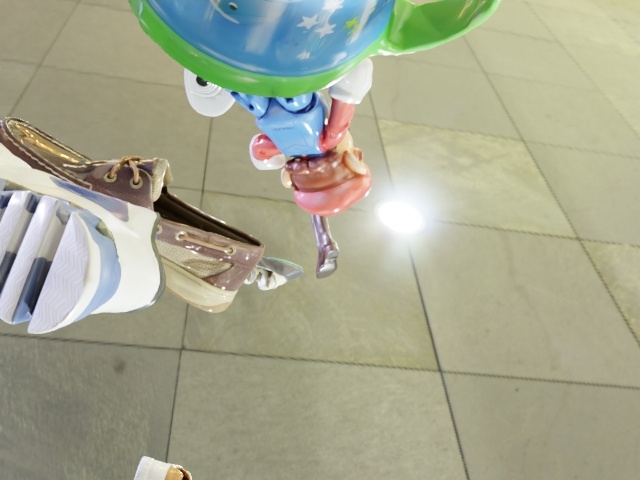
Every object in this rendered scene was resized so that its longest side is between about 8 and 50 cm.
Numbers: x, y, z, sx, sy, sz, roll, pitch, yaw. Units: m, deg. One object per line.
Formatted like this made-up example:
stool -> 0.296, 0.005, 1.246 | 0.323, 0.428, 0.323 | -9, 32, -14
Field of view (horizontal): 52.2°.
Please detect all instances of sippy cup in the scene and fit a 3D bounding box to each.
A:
sippy cup -> -0.018, -0.253, 0.457 | 0.306, 0.224, 0.239 | -14, 82, -22

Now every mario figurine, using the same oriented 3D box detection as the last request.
mario figurine -> -0.024, -0.171, 0.882 | 0.170, 0.320, 0.198 | -45, 46, -9

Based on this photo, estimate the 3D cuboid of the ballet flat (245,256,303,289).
ballet flat -> -0.121, 0.057, 1.266 | 0.203, 0.074, 0.074 | 25, 28, -36

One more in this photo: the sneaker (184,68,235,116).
sneaker -> -0.127, -0.282, 0.872 | 0.079, 0.216, 0.121 | 13, 45, -4

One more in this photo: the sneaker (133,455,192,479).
sneaker -> -0.366, 0.581, 1.527 | 0.123, 0.290, 0.105 | 15, 63, -4

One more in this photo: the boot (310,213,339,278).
boot -> 0.000, 0.000, 1.206 | 0.037, 0.106, 0.114 | -5, 55, -23

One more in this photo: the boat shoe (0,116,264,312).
boat shoe -> -0.219, -0.051, 0.769 | 0.342, 0.123, 0.123 | 36, 16, -14

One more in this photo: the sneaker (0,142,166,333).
sneaker -> -0.262, -0.007, 0.613 | 0.316, 0.127, 0.182 | 29, 2, 26
